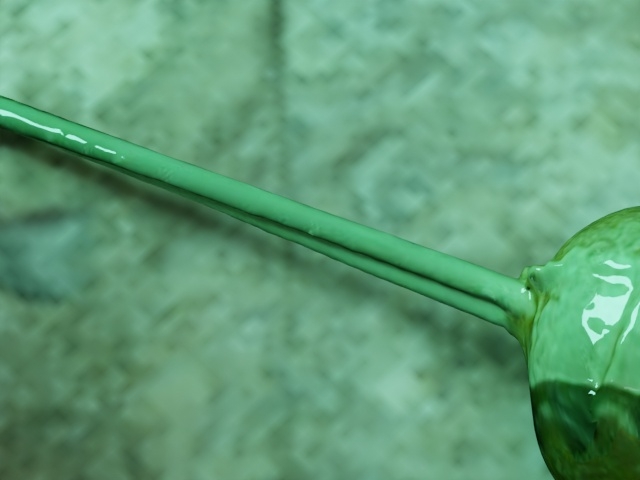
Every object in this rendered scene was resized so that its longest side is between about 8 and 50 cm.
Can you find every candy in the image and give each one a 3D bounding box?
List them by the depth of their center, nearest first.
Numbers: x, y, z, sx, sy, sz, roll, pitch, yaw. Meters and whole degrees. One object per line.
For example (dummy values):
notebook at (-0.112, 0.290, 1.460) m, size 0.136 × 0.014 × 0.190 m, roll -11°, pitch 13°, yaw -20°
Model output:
candy at (0.000, 0.000, 0.383) m, size 0.202 × 0.061 × 0.061 m, roll 20°, pitch 65°, yaw 15°
